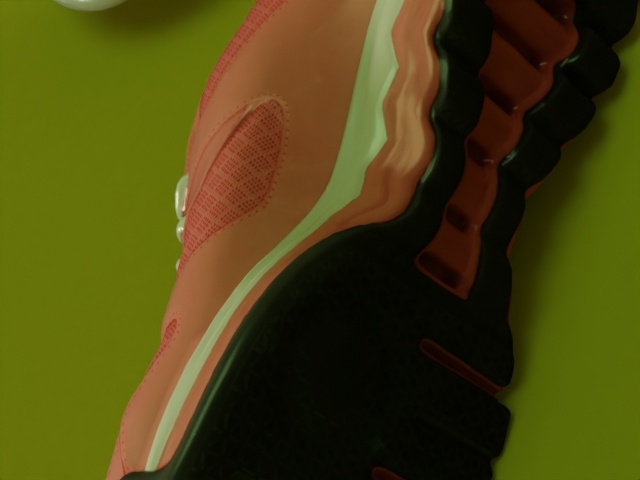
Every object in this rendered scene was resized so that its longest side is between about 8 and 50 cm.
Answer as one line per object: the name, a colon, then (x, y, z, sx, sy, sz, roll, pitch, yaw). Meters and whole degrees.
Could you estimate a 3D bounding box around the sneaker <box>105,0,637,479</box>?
sneaker: (0.001, 0.000, 0.607, 0.136, 0.116, 0.314, 1, 59, 50)

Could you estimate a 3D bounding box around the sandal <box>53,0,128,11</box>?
sandal: (-0.029, -0.197, 0.747, 0.265, 0.076, 0.102, -45, 67, 24)
